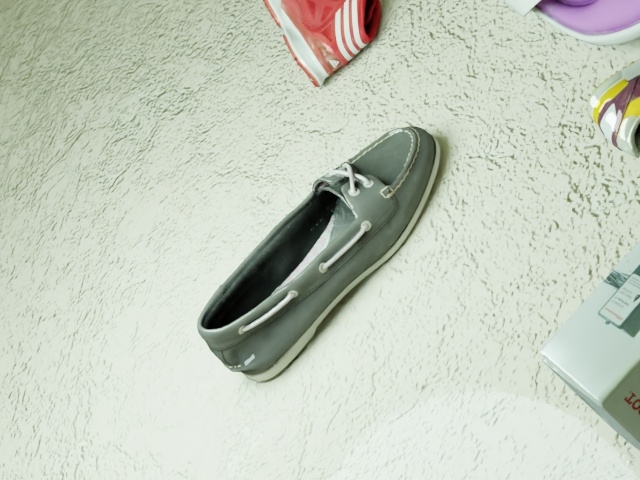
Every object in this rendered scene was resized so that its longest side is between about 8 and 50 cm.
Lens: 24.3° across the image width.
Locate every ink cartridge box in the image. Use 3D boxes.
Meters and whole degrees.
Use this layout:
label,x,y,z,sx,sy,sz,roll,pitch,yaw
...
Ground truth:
label,x,y,z,sx,sy,sz,roll,pitch,yaw
ink cartridge box,0.300,0.069,1.199,0.208,0.153,0.087,-48,40,2

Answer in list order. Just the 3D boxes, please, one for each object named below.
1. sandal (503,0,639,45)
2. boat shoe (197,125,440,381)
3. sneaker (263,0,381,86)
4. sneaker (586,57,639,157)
label,x,y,z,sx,sy,sz,roll,pitch,yaw
sandal,0.238,-0.303,1.558,0.416,0.102,0.169,31,113,60
boat shoe,0.000,0.000,1.578,0.335,0.095,0.112,-52,39,-4
sneaker,0.006,-0.293,1.844,0.128,0.087,0.221,-31,53,7
sneaker,0.347,-0.156,1.418,0.185,0.069,0.084,-44,50,12
